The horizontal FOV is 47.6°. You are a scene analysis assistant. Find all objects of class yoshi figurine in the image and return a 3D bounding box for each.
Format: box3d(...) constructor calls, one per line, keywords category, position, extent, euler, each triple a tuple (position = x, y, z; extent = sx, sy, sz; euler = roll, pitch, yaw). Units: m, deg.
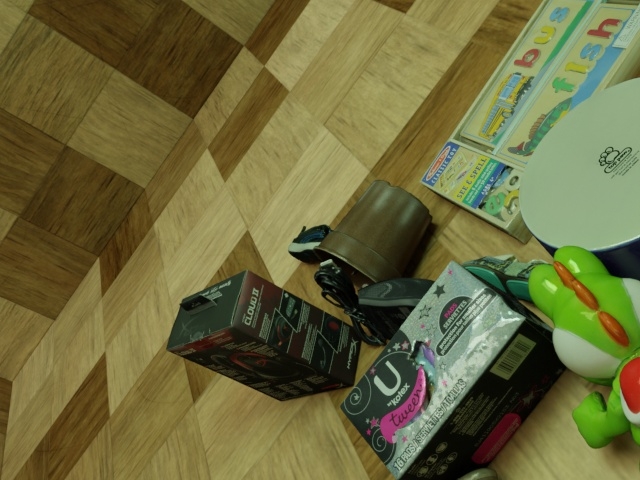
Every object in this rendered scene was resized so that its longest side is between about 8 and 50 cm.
box3d(category="yoshi figurine", position=(0.355, 0.156, 0.745), extent=(0.203, 0.203, 0.362), euler=(93, 158, -44))

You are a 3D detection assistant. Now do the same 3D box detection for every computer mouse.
box3d(category="computer mouse", position=(0.129, 0.100, 1.130), extent=(0.272, 0.188, 0.072), euler=(4, 48, 49))

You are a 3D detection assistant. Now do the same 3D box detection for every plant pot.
box3d(category="plant pot", position=(0.099, -0.006, 1.263), extent=(0.165, 0.167, 0.167), euler=(-57, 28, -10))

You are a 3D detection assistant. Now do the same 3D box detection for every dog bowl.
box3d(category="dog bowl", position=(0.385, -0.070, 0.895), extent=(0.265, 0.104, 0.265), euler=(-33, 36, 28))

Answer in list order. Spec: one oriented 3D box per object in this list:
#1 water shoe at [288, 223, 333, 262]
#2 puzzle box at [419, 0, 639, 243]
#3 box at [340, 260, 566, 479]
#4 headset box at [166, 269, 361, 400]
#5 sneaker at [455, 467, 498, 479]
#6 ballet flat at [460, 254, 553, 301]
box3d(category="water shoe", position=(0.000, 0.000, 1.490), extent=(0.203, 0.073, 0.080), euler=(2, 62, 57))
box3d(category="puzzle box", position=(0.351, -0.216, 1.168), extent=(0.409, 0.052, 0.272), euler=(-57, 28, 5))
box3d(category="box", position=(0.174, 0.177, 0.933), extent=(0.247, 0.163, 0.142), euler=(-55, 43, 8))
box3d(category="headset box", position=(-0.109, 0.170, 1.272), extent=(0.218, 0.293, 0.110), euler=(-25, 43, 46))
box3d(category="sneaker", position=(0.168, 0.365, 0.914), extent=(0.188, 0.066, 0.071), euler=(-52, 46, 23))
box3d(category="ballet flat", position=(0.278, 0.050, 1.035), extent=(0.188, 0.070, 0.070), euler=(16, 77, 58))
